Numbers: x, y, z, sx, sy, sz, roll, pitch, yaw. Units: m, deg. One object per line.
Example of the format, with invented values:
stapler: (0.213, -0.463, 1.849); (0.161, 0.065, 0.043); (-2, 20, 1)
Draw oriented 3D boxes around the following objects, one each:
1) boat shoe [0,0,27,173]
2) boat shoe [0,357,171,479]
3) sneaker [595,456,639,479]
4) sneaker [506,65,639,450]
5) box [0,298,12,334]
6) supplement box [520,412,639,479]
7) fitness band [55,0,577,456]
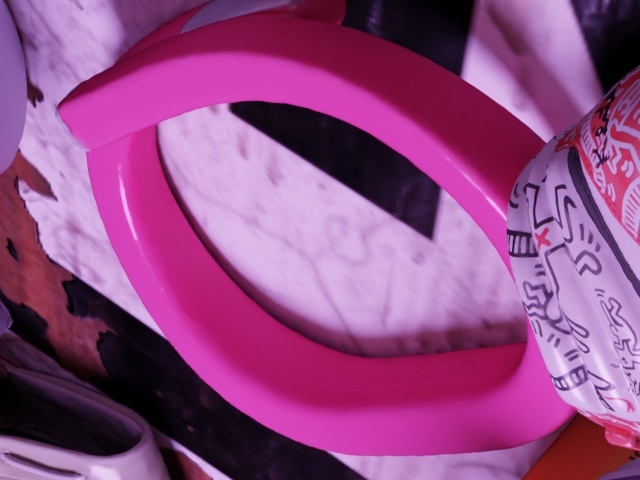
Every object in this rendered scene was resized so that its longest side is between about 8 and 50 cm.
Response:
boat shoe: (-0.208, -0.128, 0.774); (0.102, 0.108, 0.301); (2, 151, 12)
boat shoe: (-0.205, 0.104, 1.118); (0.302, 0.109, 0.094); (16, 124, 26)
sneaker: (0.205, 0.049, 0.464); (0.282, 0.161, 0.102); (2, 141, 17)
sneaker: (0.170, 0.059, 0.609); (0.270, 0.090, 0.145); (52, 150, -4)
box: (-0.272, -0.065, 0.764); (0.242, 0.076, 0.307); (33, 163, 22)
supplement box: (0.181, 0.148, 0.711); (0.233, 0.078, 0.080); (25, 141, 30)
fitness band: (0.000, 0.000, 0.775); (0.209, 0.054, 0.291); (55, 149, -16)
